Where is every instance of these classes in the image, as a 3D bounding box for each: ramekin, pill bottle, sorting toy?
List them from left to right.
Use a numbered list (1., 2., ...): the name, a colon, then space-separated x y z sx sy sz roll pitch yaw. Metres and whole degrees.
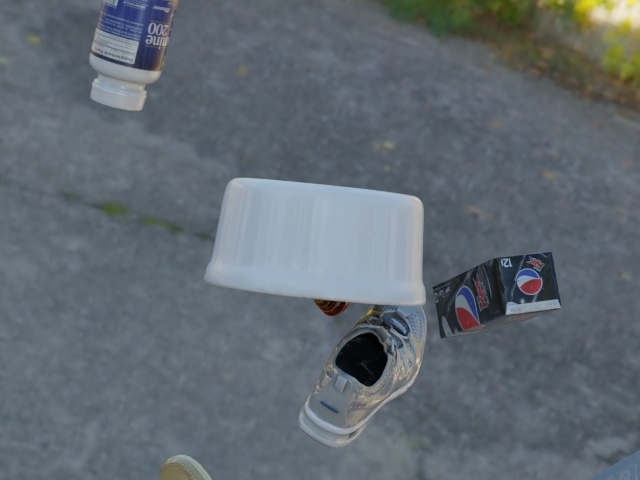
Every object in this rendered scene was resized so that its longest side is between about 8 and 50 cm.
1. pill bottle: -0.171 -0.182 1.329 0.067 0.120 0.067 14 13 -3
2. ramekin: 0.000 0.000 1.823 0.277 0.135 0.277 7 1 0
3. sorting toy: 0.005 0.042 1.807 0.042 0.061 0.102 9 55 -46

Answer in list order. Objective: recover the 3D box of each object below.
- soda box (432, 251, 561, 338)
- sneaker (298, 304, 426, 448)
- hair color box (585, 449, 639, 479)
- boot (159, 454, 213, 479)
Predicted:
1. soda box: 0.160 0.052 1.357 0.060 0.053 0.169 -6 -9 -16
2. sneaker: 0.075 0.144 1.839 0.105 0.115 0.281 29 38 6
3. hair color box: 0.405 0.340 1.728 0.185 0.374 0.114 9 68 -8
4. boot: -0.237 0.481 2.328 0.203 0.095 0.262 -7 78 -57
